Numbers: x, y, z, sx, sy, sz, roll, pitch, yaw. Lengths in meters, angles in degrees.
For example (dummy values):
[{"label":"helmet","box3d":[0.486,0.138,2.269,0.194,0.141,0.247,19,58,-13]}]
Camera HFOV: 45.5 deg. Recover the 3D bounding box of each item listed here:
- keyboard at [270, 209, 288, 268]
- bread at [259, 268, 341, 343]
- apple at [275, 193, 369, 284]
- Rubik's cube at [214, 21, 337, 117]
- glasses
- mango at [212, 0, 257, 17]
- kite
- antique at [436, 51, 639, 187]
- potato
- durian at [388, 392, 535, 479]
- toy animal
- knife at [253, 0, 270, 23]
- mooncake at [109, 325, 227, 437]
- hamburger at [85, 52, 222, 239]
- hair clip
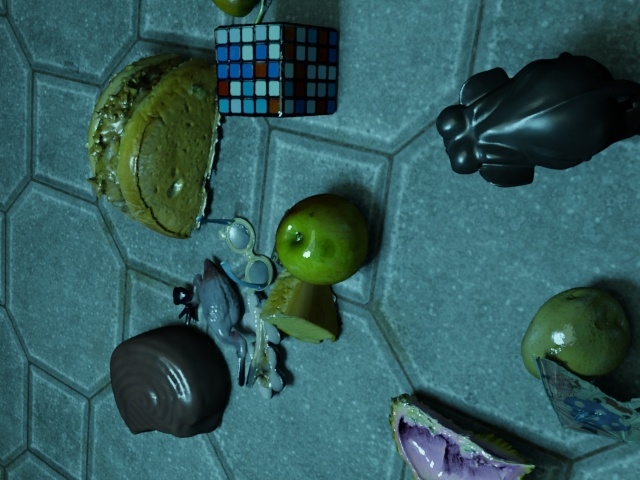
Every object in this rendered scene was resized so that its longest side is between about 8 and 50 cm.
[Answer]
[{"label":"keyboard","box3d":[-0.080,-0.002,1.728,0.049,0.015,0.129,34,118,29]},{"label":"bread","box3d":[-0.028,0.150,1.695,0.140,0.169,0.160,-11,132,40]},{"label":"apple","box3d":[0.000,0.000,1.564,0.196,0.196,0.196,8,104,37]},{"label":"Rubik's cube","box3d":[-0.088,-0.348,1.561,0.182,0.187,0.184,9,107,36]},{"label":"glasses","box3d":[-0.184,0.014,1.710,0.088,0.220,0.190,-29,73,1]},{"label":"mango","box3d":[-0.199,-0.595,1.643,0.151,0.120,0.221,14,114,35]},{"label":"kite","box3d":[0.482,0.276,1.248,0.335,0.011,0.314,30,150,-4]},{"label":"antique","box3d":[0.347,-0.192,1.206,0.322,0.255,0.185,-18,89,41]},{"label":"potato","box3d":[0.420,0.168,1.294,0.194,0.157,0.157,-41,72,52]},{"label":"durian","box3d":[0.269,0.424,1.481,0.341,0.112,0.191,20,120,43]},{"label":"toy animal","box3d":[-0.241,0.176,1.840,0.324,0.090,0.195,37,121,40]},{"label":"knife","box3d":[-0.133,-0.496,1.673,0.026,0.022,0.184,28,116,3]},{"label":"mooncake","box3d":[-0.403,0.375,1.959,0.326,0.174,0.334,32,116,27]},{"label":"hamburger","box3d":[-0.420,-0.229,1.788,0.268,0.287,0.445,26,112,34]},{"label":"hair clip","box3d":[-0.138,0.249,1.791,0.146,0.075,0.257,9,97,53]}]
